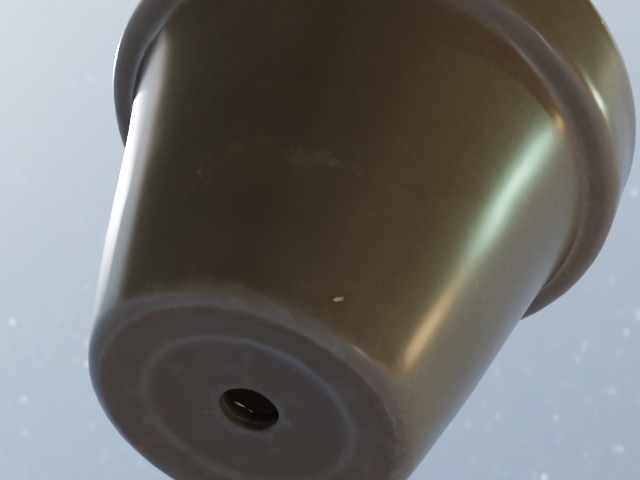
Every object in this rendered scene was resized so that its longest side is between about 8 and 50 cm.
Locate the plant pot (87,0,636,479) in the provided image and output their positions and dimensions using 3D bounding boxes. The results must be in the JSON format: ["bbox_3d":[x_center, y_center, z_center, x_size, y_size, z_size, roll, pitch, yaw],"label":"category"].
[{"bbox_3d":[0.000,0.000,0.830,0.263,0.263,0.229,9,-134,14],"label":"plant pot"}]
